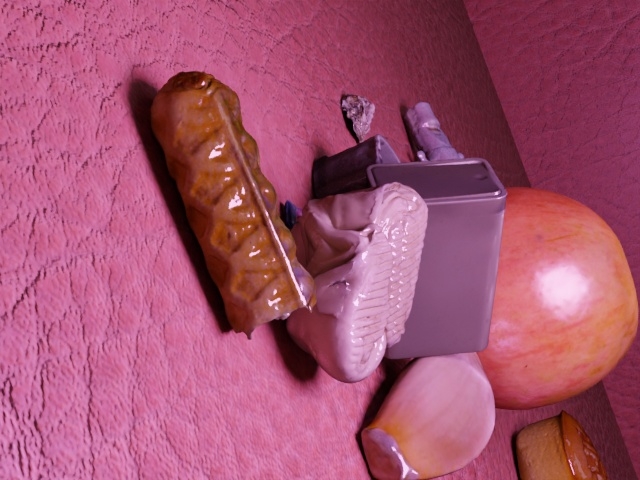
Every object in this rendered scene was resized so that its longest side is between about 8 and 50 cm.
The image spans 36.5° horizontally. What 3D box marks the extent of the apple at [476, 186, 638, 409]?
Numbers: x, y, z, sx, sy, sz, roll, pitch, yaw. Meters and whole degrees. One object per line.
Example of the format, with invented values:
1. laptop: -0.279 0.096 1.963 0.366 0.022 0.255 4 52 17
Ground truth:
1. apple: 0.328 0.090 1.548 0.364 0.363 0.364 53 26 -39

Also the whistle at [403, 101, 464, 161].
1. whistle: 0.250 -0.114 1.875 0.134 0.142 0.346 106 -35 -59

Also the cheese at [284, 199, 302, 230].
1. cheese: 0.000 0.000 1.228 0.145 0.038 0.095 41 32 -42

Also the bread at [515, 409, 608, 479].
1. bread: 0.476 0.461 1.862 0.270 0.148 0.270 53 25 -40

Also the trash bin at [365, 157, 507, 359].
1. trash bin: 0.149 0.026 1.278 0.122 0.164 0.241 -102 -172 -60

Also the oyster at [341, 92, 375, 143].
1. oyster: 0.070 -0.204 1.606 0.098 0.037 0.100 38 37 -55

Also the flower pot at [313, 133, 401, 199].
1. flower pot: 0.085 -0.038 1.386 0.229 0.108 0.103 57 23 -34

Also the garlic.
1. garlic: 0.146 0.233 1.275 0.143 0.112 0.318 56 27 1

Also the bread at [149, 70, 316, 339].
1. bread: -0.089 -0.040 0.961 0.270 0.098 0.087 68 -19 -4

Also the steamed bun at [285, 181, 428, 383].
1. steamed bun: 0.021 0.037 1.104 0.211 0.144 0.218 -26 125 -60
